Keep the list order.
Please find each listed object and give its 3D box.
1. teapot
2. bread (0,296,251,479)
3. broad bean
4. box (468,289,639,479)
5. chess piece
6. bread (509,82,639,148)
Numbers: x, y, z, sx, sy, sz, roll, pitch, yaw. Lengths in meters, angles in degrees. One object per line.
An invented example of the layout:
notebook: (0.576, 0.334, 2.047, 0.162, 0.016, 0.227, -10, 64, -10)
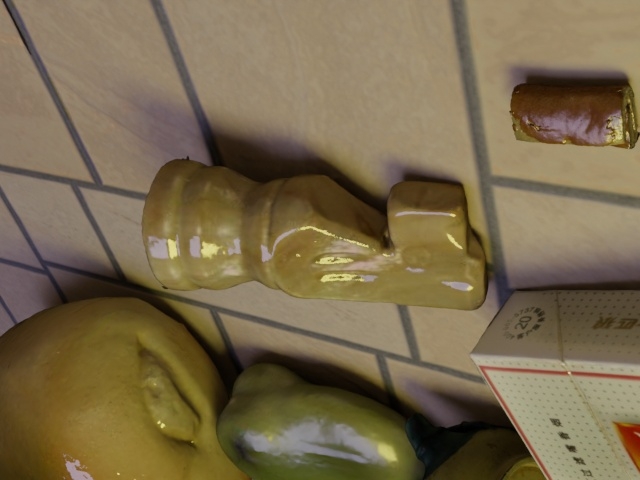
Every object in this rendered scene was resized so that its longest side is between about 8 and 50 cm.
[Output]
teapot: (0.169, 0.296, 0.987, 0.182, 0.173, 0.270, -21, 100, 55)
bread: (-0.282, 0.248, 1.229, 0.376, 0.253, 0.348, -16, 109, 50)
broad bean: (0.006, 0.240, 1.111, 0.263, 0.121, 0.189, 15, 135, 24)
box: (0.306, 0.142, 0.745, 0.330, 0.095, 0.210, -2, 128, 50)
chess piece: (0.000, 0.000, 0.859, 0.300, 0.137, 0.137, 6, 137, 17)
bread: (0.176, -0.086, 0.665, 0.083, 0.036, 0.047, 7, 133, 32)
